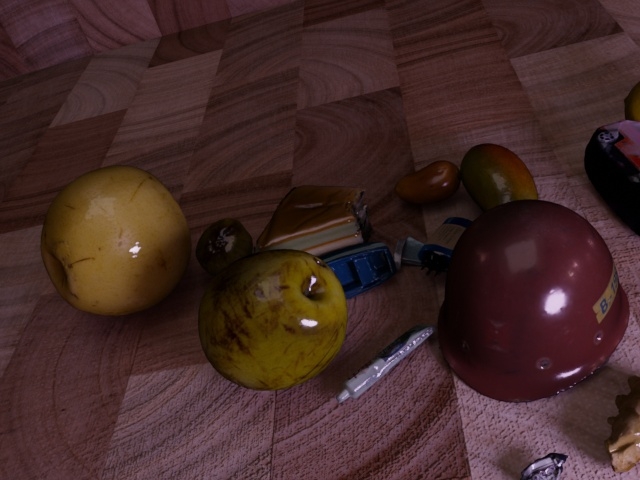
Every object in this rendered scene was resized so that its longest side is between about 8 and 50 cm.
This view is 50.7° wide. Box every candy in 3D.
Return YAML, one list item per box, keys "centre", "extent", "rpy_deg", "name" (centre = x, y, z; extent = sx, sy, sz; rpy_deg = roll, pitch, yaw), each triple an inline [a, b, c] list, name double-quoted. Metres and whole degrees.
- centre: [0.381, 0.385, 0.942]
  extent: [0.094, 0.051, 0.226]
  rpy_deg: [-25, 39, -25]
  name: "candy"

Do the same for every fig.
- centre: [-0.223, 0.017, 1.587]
  extent: [0.136, 0.121, 0.153]
  rpy_deg: [1, 41, 17]
  name: "fig"

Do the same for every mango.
- centre: [0.396, -0.115, 1.480]
  extent: [0.146, 0.129, 0.289]
  rpy_deg: [9, 41, -25]
  name: "mango"
- centre: [0.256, -0.125, 1.590]
  extent: [0.159, 0.084, 0.105]
  rpy_deg: [-24, 32, 30]
  name: "mango"

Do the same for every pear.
- centre: [-0.085, 0.140, 1.251]
  extent: [0.283, 0.283, 0.283]
  rpy_deg: [-12, 38, 10]
  name: "pear"
- centre: [-0.460, 0.002, 1.535]
  extent: [0.348, 0.348, 0.348]
  rpy_deg: [-12, 38, 10]
  name: "pear"

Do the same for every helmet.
- centre: [0.361, 0.062, 1.200]
  extent: [0.337, 0.230, 0.385]
  rpy_deg: [13, 46, 34]
  name: "helmet"

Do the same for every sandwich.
- centre: [0.000, 0.000, 1.482]
  extent: [0.198, 0.155, 0.227]
  rpy_deg: [6, 45, 29]
  name: "sandwich"

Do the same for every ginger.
- centre: [0.497, 0.259, 1.018]
  extent: [0.205, 0.081, 0.115]
  rpy_deg: [-21, 69, -15]
  name: "ginger"

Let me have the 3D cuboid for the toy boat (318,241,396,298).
- centre: [0.010, 0.081, 1.436]
  extent: [0.299, 0.096, 0.062]
  rpy_deg: [-19, 27, 4]
  name: "toy boat"

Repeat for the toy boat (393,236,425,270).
- centre: [0.221, 0.032, 1.459]
  extent: [0.122, 0.034, 0.096]
  rpy_deg: [5, 49, 15]
  name: "toy boat"

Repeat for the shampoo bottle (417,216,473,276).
- centre: [0.265, 0.014, 1.412]
  extent: [0.087, 0.050, 0.183]
  rpy_deg: [19, 40, 26]
  name: "shampoo bottle"

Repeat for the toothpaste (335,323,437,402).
- centre: [0.118, 0.224, 1.255]
  extent: [0.233, 0.038, 0.060]
  rpy_deg: [-35, 14, -21]
  name: "toothpaste"

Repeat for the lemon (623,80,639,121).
- centre: [0.769, -0.292, 1.496]
  extent: [0.178, 0.178, 0.203]
  rpy_deg: [-40, 44, -24]
  name: "lemon"

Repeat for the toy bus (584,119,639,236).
- centre: [0.662, -0.128, 1.379]
  extent: [0.147, 0.127, 0.303]
  rpy_deg: [-16, 38, -1]
  name: "toy bus"
